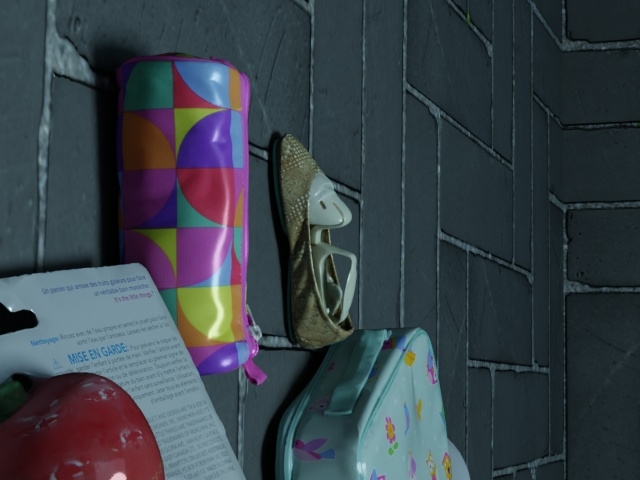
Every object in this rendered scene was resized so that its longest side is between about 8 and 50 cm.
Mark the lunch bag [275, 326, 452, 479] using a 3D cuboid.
[{"bbox_3d":[0.046,0.214,1.334,0.279,0.107,0.224,-56,135,-61],"label":"lunch bag"}]

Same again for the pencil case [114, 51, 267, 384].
[{"bbox_3d":[-0.093,-0.015,0.972,0.104,0.104,0.236,-11,98,-70],"label":"pencil case"}]

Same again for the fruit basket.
[{"bbox_3d":[-0.124,0.185,0.762,0.353,0.165,0.327,59,23,10],"label":"fruit basket"}]

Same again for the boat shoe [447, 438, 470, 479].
[{"bbox_3d":[0.100,0.333,1.505,0.301,0.108,0.102,-85,-164,-54],"label":"boat shoe"}]

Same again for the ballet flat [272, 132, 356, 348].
[{"bbox_3d":[0.000,0.000,1.277,0.073,0.067,0.206,-39,125,-65],"label":"ballet flat"}]
